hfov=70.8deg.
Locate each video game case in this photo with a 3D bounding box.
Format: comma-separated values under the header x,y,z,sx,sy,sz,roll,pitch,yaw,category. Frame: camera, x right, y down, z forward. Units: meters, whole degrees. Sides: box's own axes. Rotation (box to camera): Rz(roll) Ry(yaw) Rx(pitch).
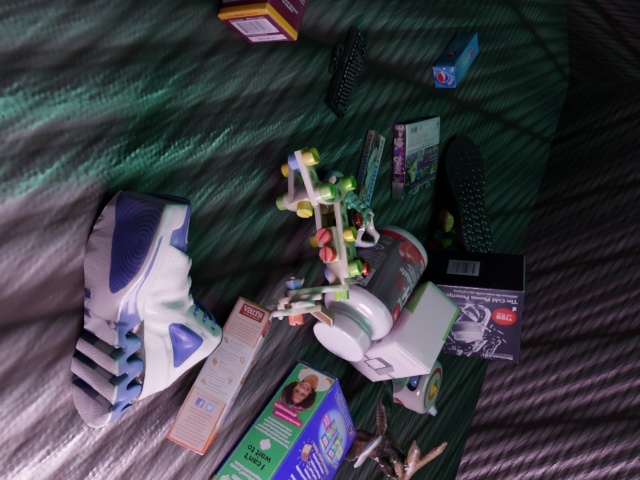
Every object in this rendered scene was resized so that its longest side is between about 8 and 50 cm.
x,y,z,sx,sy,sz,roll,pitch,yaw,category
0.282,-0.247,1.319,0.232,0.041,0.211,-28,123,-48,video game case

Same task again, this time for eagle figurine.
x,y,z,sx,sy,sz,roll,pitch,yaw,category
0.160,0.522,1.196,0.226,0.298,0.226,-12,114,-16,eagle figurine

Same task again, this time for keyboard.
x,y,z,sx,sy,sz,roll,pitch,yaw,category
0.055,-0.366,0.967,0.108,0.023,0.180,29,76,-55,keyboard

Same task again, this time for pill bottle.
x,y,z,sx,sy,sz,roll,pitch,yaw,category
0.120,0.125,1.092,0.319,0.176,0.177,-52,139,-32,pill bottle

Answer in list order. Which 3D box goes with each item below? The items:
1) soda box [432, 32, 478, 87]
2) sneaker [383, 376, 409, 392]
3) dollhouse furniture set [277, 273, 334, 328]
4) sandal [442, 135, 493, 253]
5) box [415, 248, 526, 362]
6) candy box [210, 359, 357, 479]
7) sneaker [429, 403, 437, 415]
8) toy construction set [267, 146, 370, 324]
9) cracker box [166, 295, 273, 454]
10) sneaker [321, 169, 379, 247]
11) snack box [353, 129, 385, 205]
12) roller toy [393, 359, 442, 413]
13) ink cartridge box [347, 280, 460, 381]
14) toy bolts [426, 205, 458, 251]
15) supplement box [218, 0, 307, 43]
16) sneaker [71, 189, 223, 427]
x,y,z,sx,sy,sz,roll,pitch,yaw,category
0.419,-0.558,1.387,0.210,0.067,0.071,-54,140,-29,soda box
0.199,0.377,1.377,0.111,0.102,0.253,-36,123,-39,sneaker
-0.033,0.144,0.932,0.081,0.114,0.091,-38,144,-31,dollhouse furniture set
0.485,-0.143,1.554,0.167,0.107,0.447,2,79,-24,sandal
0.475,0.209,1.465,0.179,0.342,0.313,-60,145,-46,box
-0.062,0.483,1.003,0.317,0.122,0.268,-50,140,-35,candy box
0.412,0.608,1.757,0.091,0.094,0.258,-56,140,-21,sneaker
0.000,0.000,0.869,0.215,0.151,0.329,7,88,-62,toy construction set
-0.158,0.221,0.757,0.156,0.067,0.233,111,4,-73,cracker box
0.069,-0.072,1.026,0.088,0.092,0.229,-57,140,-23,sneaker
0.121,-0.180,1.126,0.064,0.022,0.179,15,89,-57,snack box
0.334,0.490,1.557,0.191,0.146,0.210,-25,121,-49,roller toy
0.204,0.243,1.170,0.114,0.273,0.198,40,60,-5,ink cartridge box
0.494,0.003,1.608,0.228,0.158,0.219,-41,132,-41,toy bolts
-0.072,-0.413,0.692,0.080,0.104,0.189,20,84,-56,supplement box
-0.227,0.088,0.642,0.182,0.127,0.316,1,107,-59,sneaker
